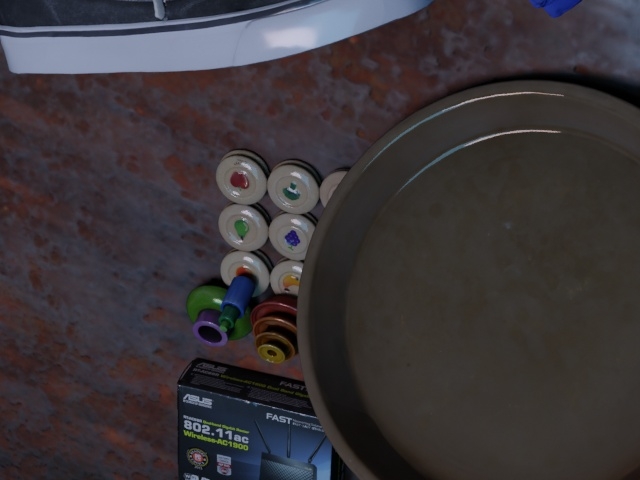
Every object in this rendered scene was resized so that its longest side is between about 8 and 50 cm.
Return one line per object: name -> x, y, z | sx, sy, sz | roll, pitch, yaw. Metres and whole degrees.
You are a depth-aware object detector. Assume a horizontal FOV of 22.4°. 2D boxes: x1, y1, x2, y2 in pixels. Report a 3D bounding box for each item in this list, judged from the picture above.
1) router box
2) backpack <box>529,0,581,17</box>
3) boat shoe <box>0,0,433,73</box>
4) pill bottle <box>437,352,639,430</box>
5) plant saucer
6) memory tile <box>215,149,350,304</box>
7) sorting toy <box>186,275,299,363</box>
router box -> -0.042, 0.143, 1.164 | 0.122, 0.038, 0.092 | 11, 121, 15
backpack -> 0.146, -0.187, 0.865 | 0.098, 0.101, 0.120 | 44, 121, -15
boat shoe -> -0.075, -0.165, 0.957 | 0.306, 0.113, 0.105 | 2, 114, 37
pill bottle -> 0.132, 0.103, 1.029 | 0.186, 0.112, 0.112 | -5, 116, 23
plant saucer -> 0.118, 0.042, 0.962 | 0.277, 0.041, 0.278 | -5, 79, 24
memory tile -> 0.000, 0.000, 1.080 | 0.148, 0.012, 0.113 | 10, 122, 15
sorting toy -> -0.054, 0.060, 1.107 | 0.102, 0.042, 0.061 | 3, 136, 24
